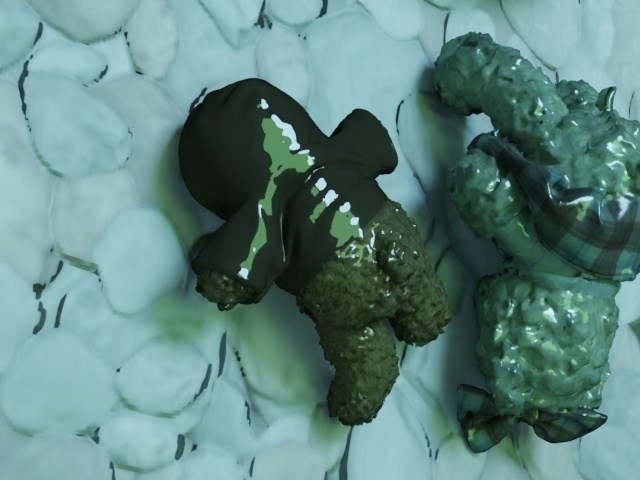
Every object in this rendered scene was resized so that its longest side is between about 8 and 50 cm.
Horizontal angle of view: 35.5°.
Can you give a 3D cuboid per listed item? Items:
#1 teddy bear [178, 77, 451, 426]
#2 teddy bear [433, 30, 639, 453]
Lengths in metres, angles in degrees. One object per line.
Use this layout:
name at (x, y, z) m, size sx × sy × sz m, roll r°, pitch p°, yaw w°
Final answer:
teddy bear at (0.006, 0.001, 0.426) m, size 0.160 × 0.078 × 0.119 m, roll 52°, pitch 58°, yaw -19°
teddy bear at (0.126, -0.002, 0.499) m, size 0.133 × 0.111 × 0.213 m, roll 10°, pitch 74°, yaw -33°
